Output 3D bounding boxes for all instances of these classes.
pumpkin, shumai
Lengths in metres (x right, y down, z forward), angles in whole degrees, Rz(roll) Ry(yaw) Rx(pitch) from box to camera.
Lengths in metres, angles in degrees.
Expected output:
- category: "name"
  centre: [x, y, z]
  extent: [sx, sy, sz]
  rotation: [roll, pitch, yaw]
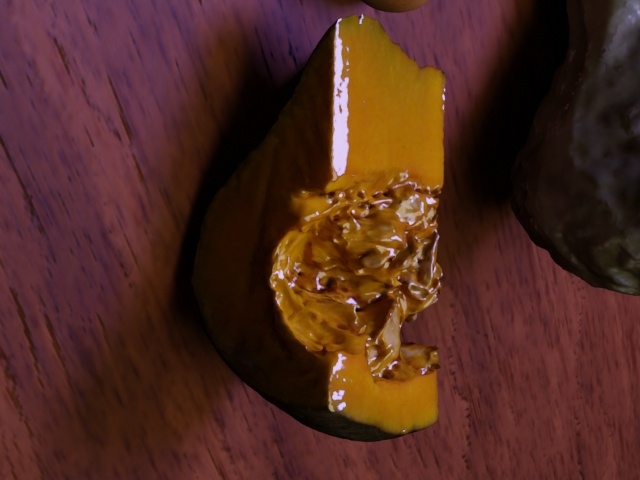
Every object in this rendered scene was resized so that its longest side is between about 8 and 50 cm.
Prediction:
- category: "pumpkin"
  centre: [-0.002, -0.005, 1.043]
  extent: [0.131, 0.126, 0.247]
  rotation: [9, 84, -46]
- category: "shumai"
  centre: [0.235, -0.093, 1.196]
  extent: [0.225, 0.260, 0.222]
  rotation: [-21, 129, -2]

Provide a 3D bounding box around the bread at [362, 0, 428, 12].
- category: "bread"
  centre: [0.045, -0.208, 1.006]
  extent: [0.114, 0.077, 0.189]
  rotation: [-54, 141, -22]
